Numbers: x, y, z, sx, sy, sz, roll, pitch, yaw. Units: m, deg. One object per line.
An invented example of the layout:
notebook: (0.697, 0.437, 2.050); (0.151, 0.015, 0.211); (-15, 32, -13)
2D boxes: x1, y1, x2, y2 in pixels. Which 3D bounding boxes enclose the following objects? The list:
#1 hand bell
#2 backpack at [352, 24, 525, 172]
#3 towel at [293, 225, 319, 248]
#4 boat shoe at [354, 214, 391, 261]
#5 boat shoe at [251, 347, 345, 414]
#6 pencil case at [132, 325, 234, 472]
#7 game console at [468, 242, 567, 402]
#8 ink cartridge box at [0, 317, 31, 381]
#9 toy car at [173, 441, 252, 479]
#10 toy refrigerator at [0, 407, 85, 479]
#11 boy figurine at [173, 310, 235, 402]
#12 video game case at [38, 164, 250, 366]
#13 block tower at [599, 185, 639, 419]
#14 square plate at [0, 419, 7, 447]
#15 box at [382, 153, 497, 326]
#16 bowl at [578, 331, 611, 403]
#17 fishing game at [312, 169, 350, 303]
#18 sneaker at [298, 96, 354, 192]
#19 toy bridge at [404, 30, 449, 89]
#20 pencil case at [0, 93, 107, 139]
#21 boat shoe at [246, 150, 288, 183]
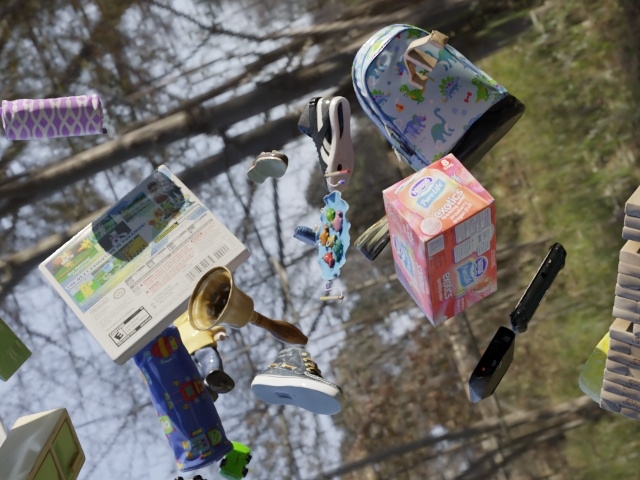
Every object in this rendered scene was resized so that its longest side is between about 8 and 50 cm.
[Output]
hand bell: (-0.114, 0.149, 1.956); (0.242, 0.126, 0.126); (28, -146, -35)
backpack: (0.234, -0.325, 2.348); (0.355, 0.290, 0.273); (48, -170, 13)
towel: (0.000, 0.000, 2.312); (0.067, 0.119, 0.029); (145, 149, -76)
boat shoe: (0.185, -0.035, 2.560); (0.073, 0.223, 0.080); (52, -165, 5)
boat shoe: (-0.021, 0.203, 1.558); (0.083, 0.183, 0.065); (-52, -56, -31)
pencil case: (-0.294, 0.323, 2.154); (0.119, 0.133, 0.306); (-22, -96, -41)
game console: (0.411, 0.171, 2.172); (0.044, 0.361, 0.213); (30, 167, 17)
ink cartridge box: (-0.489, 0.079, 1.311); (0.056, 0.235, 0.171); (-52, -42, -25)
toy car: (-0.191, 0.507, 2.158); (0.239, 0.053, 0.225); (24, -150, -5)
toy refrigerator: (-0.437, 0.366, 1.582); (0.269, 0.094, 0.102); (-85, -20, -71)
boy figurine: (-0.289, 0.247, 2.404); (0.092, 0.177, 0.285); (44, -169, -39)
video game case: (-0.348, 0.041, 2.053); (0.300, 0.329, 0.036); (43, 169, 31)
block tower: (0.437, 0.090, 1.369); (0.097, 0.091, 0.335); (-39, -45, -44)
square plate: (-0.574, 0.456, 1.924); (0.344, 0.049, 0.347); (61, 156, 19)
box: (0.227, 0.004, 1.936); (0.142, 0.154, 0.300); (55, 169, 33)
bowl: (0.655, 0.243, 1.999); (0.156, 0.289, 0.289); (51, 178, 33)
fishing game: (0.015, -0.010, 2.076); (0.189, 0.041, 0.264); (-179, 92, -72)
sneaker: (0.008, -0.217, 2.364); (0.079, 0.121, 0.217); (-9, -77, -49)
toy bridge: (0.195, -0.353, 2.036); (0.063, 0.026, 0.188); (28, 160, 1)
pencil case: (-0.533, -0.250, 2.093); (0.088, 0.206, 0.086); (-113, 23, -49)
boat shoe: (-0.083, -0.129, 1.761); (0.049, 0.043, 0.137); (41, 159, -12)
